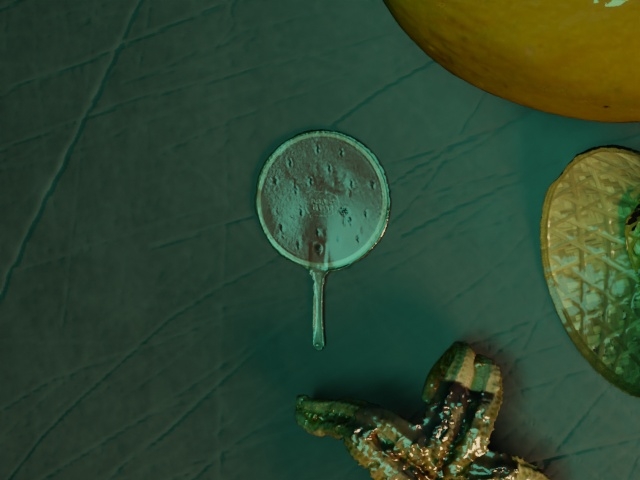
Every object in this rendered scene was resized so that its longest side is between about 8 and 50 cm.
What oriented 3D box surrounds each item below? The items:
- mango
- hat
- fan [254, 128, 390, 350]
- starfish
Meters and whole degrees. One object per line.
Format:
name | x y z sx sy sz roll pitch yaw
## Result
mango | 0.179 -0.156 0.907 0.332 0.142 0.195 11 101 14
hat | 0.193 0.011 0.956 0.146 0.067 0.146 32 130 47
fan | 0.000 0.000 1.039 0.085 0.005 0.133 3 93 16
starfish | 0.064 0.158 0.996 0.146 0.074 0.190 -26 87 11
